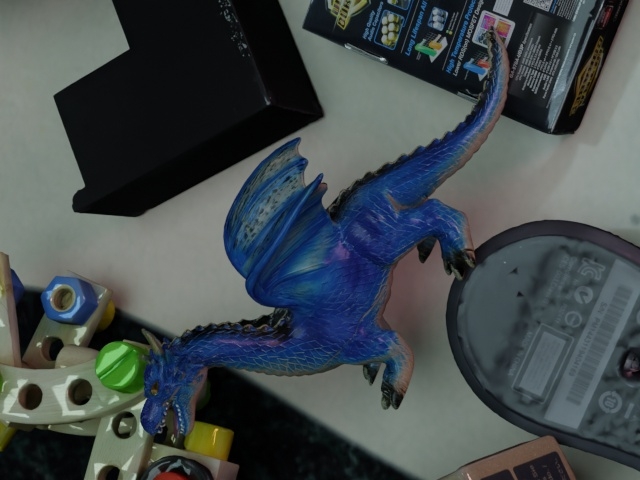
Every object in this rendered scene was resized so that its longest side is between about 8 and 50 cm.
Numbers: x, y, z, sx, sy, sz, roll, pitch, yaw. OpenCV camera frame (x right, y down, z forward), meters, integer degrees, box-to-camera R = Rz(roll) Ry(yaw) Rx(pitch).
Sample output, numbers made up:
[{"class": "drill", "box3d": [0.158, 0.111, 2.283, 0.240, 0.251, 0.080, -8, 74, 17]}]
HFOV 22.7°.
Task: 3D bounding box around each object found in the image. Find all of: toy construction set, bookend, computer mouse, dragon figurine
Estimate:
[{"class": "toy construction set", "box3d": [-0.161, 0.183, 0.998, 0.215, 0.151, 0.327, 12, 96, 19]}, {"class": "bookend", "box3d": [-0.103, -0.117, 1.023, 0.157, 0.072, 0.156, -27, 76, 23]}, {"class": "computer mouse", "box3d": [0.197, 0.084, 0.881, 0.272, 0.072, 0.188, 30, 100, 11]}, {"class": "dragon figurine", "box3d": [0.000, 0.000, 0.880, 0.144, 0.085, 0.289, 23, 102, -19]}]

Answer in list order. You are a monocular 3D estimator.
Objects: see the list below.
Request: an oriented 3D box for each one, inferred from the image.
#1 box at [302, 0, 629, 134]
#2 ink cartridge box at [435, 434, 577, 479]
[{"class": "box", "box3d": [0.104, -0.193, 0.925, 0.175, 0.051, 0.220, 25, 106, 23]}, {"class": "ink cartridge box", "box3d": [0.066, 0.241, 0.885, 0.235, 0.088, 0.193, -36, 72, 42]}]
